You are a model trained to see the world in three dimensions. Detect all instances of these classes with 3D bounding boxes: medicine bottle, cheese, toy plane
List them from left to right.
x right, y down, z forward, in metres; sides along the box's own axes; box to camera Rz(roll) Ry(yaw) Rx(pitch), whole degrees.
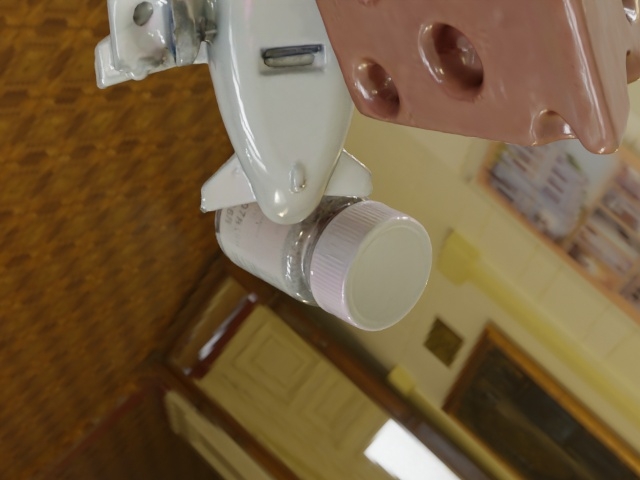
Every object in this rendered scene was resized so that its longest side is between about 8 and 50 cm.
[{"bbox_3d":[-0.027,-0.125,0.742,0.245,0.244,0.117,-50,-158,10],"label":"toy plane"},{"bbox_3d":[0.000,0.000,1.454,0.165,0.273,0.165,-19,120,-36],"label":"medicine bottle"},{"bbox_3d":[0.120,-0.151,0.597,0.177,0.203,0.128,-36,118,-24],"label":"cheese"}]
